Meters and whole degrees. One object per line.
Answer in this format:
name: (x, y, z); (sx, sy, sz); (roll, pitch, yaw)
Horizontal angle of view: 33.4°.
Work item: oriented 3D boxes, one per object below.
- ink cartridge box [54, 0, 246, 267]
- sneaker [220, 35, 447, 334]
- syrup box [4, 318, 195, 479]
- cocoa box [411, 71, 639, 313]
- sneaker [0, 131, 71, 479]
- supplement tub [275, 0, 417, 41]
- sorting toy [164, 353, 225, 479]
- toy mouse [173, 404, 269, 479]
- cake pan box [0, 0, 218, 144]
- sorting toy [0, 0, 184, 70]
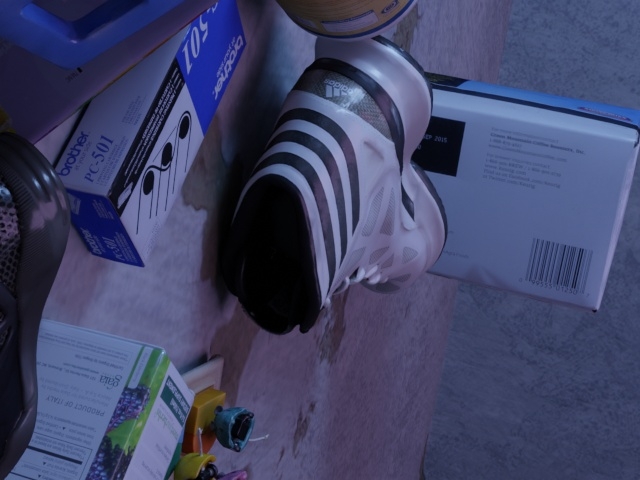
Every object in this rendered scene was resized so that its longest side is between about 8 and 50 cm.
ink cartridge box: (-0.115, -0.095, 0.751); (0.097, 0.046, 0.207); (78, 28, -59)
sneaker: (-0.001, -0.001, 1.116); (0.257, 0.169, 0.447); (-55, 158, -19)
syrup box: (-0.172, 0.180, 0.679); (0.093, 0.096, 0.237); (75, 31, -61)
cocoa box: (0.231, -0.080, 1.422); (0.228, 0.347, 0.231); (-40, 141, -66)
sneaker: (-0.201, 0.058, 0.516); (0.130, 0.087, 0.227); (-24, 149, -41)
supplement tub: (0.006, -0.255, 0.862); (0.199, 0.144, 0.144); (25, 78, -75)
sorting toy: (-0.135, 0.215, 0.944); (0.208, 0.038, 0.193); (-27, 128, -71)
toy mouse: (-0.091, 0.202, 0.962); (0.143, 0.031, 0.161); (-38, 138, -60)
cake pan box: (-0.061, -0.164, 0.560); (0.070, 0.246, 0.267); (53, 35, -15)
sorting toy: (-0.137, -0.099, 0.256); (0.348, 0.196, 0.047); (56, 13, -71)
